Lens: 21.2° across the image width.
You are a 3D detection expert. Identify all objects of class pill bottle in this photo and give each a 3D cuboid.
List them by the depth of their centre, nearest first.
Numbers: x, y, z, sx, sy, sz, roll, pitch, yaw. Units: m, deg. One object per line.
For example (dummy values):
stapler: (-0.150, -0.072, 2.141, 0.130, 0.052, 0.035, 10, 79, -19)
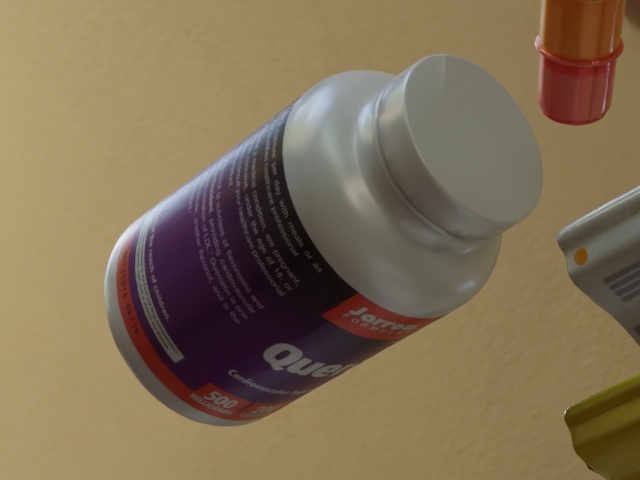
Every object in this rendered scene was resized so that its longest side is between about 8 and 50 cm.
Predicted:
pill bottle: (0.000, 0.000, 1.205, 0.323, 0.181, 0.181, -33, -92, 42)

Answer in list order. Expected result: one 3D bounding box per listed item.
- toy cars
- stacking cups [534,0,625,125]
toy cars: (0.237, 0.100, 1.031, 0.393, 0.176, 0.087, 76, 11, -55)
stacking cups: (0.219, -0.244, 1.376, 0.096, 0.096, 0.316, 32, -41, 34)
